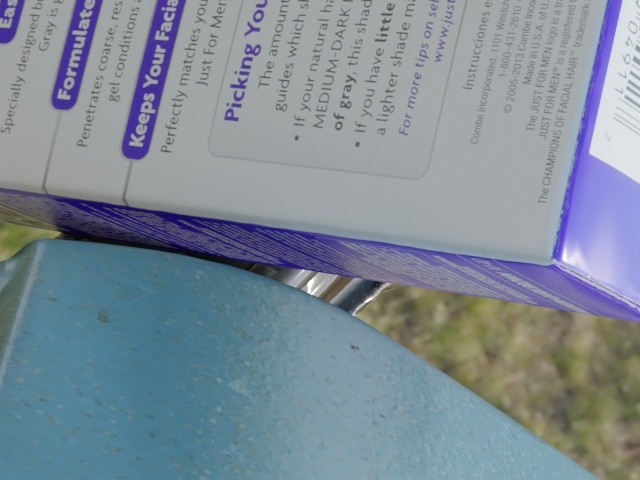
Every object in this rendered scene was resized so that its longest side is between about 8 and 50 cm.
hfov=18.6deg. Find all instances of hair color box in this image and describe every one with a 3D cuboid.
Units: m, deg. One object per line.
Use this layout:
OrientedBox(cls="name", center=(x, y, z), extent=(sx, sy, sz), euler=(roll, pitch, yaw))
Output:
OrientedBox(cls="hair color box", center=(-0.014, -0.086, 0.780), extent=(0.110, 0.339, 0.185), euler=(25, 77, -56))

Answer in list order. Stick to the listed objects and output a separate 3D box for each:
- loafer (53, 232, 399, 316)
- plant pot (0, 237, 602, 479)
OrientedBox(cls="loafer", center=(0.000, 0.000, 0.940), extent=(0.366, 0.134, 0.130), euler=(-44, 132, -30))
OrientedBox(cls="plant pot", center=(-0.061, 0.149, 0.657), extent=(0.252, 0.247, 0.248), euler=(41, 21, -18))
